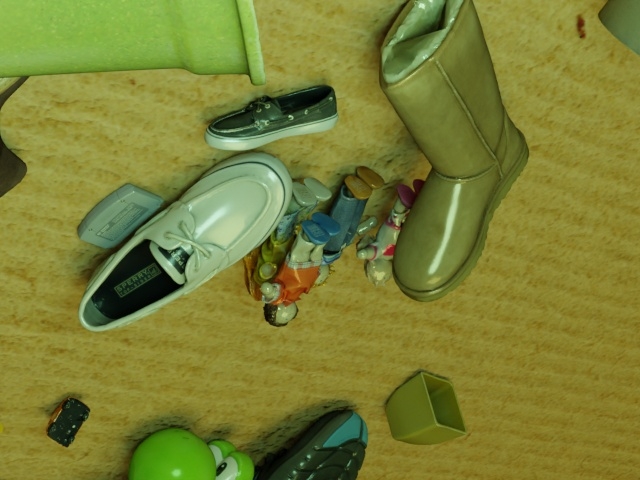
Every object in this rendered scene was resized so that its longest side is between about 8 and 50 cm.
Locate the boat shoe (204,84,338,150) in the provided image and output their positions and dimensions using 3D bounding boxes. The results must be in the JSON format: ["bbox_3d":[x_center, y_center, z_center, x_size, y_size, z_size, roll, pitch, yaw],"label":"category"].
[{"bbox_3d":[-0.049,-0.125,1.614,0.142,0.049,0.040,-13,127,-21],"label":"boat shoe"}]

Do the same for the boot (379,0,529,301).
[{"bbox_3d":[0.110,-0.095,1.648,0.236,0.089,0.269,-61,149,-18],"label":"boot"}]

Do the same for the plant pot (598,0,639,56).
[{"bbox_3d":[0.450,-0.277,1.582,0.256,0.256,0.274,8,119,-41],"label":"plant pot"}]

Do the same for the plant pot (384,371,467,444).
[{"bbox_3d":[0.137,0.239,2.230,0.083,0.081,0.081,-30,149,26],"label":"plant pot"}]

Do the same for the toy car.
[{"bbox_3d":[-0.335,0.203,1.907,0.122,0.060,0.040,17,175,-26],"label":"toy car"}]

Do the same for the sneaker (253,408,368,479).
[{"bbox_3d":[-0.080,0.346,2.204,0.341,0.139,0.125,-47,136,-2],"label":"sneaker"}]

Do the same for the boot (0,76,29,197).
[{"bbox_3d":[-0.313,-0.103,1.449,0.248,0.090,0.207,-32,159,8],"label":"boot"}]

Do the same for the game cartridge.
[{"bbox_3d":[-0.208,-0.025,1.669,0.083,0.017,0.056,-39,149,20],"label":"game cartridge"}]

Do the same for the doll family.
[{"bbox_3d":[0.000,0.000,1.786,0.263,0.118,0.163,-19,146,-45],"label":"doll family"}]

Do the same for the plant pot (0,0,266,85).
[{"bbox_3d":[-0.189,-0.226,1.198,0.253,0.276,0.276,-12,147,-2],"label":"plant pot"}]

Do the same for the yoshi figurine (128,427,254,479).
[{"bbox_3d":[-0.240,0.374,2.045,0.362,0.203,0.203,-49,173,-17],"label":"yoshi figurine"}]

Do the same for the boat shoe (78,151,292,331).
[{"bbox_3d":[-0.144,0.007,1.668,0.267,0.096,0.088,-31,-168,19],"label":"boat shoe"}]
